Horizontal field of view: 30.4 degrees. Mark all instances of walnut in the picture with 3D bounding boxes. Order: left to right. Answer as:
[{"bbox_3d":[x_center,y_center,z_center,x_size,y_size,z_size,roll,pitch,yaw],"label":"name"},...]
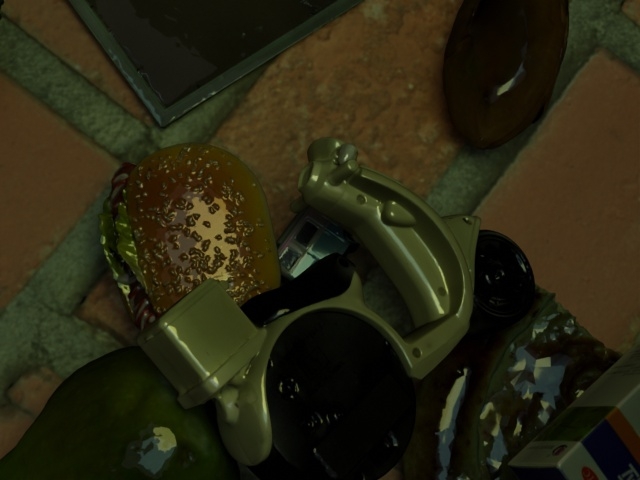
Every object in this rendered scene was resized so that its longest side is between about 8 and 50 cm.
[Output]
[{"bbox_3d":[0.204,-0.213,1.309,0.137,0.137,0.245,13,75,-7],"label":"walnut"}]

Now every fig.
[{"bbox_3d":[-0.219,0.226,1.122,0.275,0.206,0.206,-24,82,0],"label":"fig"}]

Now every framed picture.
[{"bbox_3d":[-0.125,-0.290,1.326,0.293,0.018,0.231,-35,85,-15],"label":"framed picture"}]

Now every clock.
[{"bbox_3d":[0.031,0.059,1.123,0.276,0.120,0.379,49,53,-6],"label":"clock"}]

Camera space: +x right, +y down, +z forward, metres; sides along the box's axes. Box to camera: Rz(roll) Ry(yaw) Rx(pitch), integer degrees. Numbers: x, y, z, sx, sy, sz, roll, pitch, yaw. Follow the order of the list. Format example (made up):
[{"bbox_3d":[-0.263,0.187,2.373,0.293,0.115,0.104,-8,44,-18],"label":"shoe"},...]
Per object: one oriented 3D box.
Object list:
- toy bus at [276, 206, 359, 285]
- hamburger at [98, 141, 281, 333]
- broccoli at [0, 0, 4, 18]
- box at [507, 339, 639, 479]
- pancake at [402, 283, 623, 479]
[{"bbox_3d":[0.000,0.000,1.262,0.075,0.060,0.123,35,76,2],"label":"toy bus"},{"bbox_3d":[-0.131,0.009,1.196,0.173,0.116,0.210,-13,80,3],"label":"hamburger"},{"bbox_3d":[-0.460,-0.226,1.145,0.275,0.198,0.177,-10,100,-44],"label":"broccoli"},{"bbox_3d":[0.371,0.217,1.224,0.299,0.106,0.200,-37,94,-23],"label":"box"},{"bbox_3d":[0.228,0.252,1.245,0.305,0.067,0.427,21,73,-7],"label":"pancake"}]
